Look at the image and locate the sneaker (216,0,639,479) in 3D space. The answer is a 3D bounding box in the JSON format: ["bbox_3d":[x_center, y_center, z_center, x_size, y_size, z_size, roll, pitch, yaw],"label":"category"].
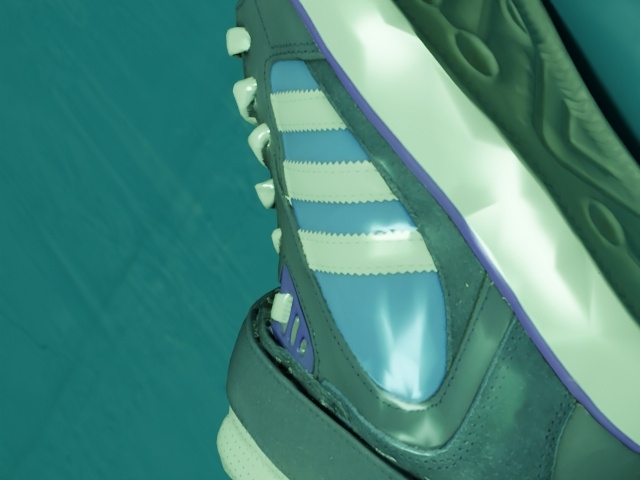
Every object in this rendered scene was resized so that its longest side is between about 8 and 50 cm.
[{"bbox_3d":[0.000,0.000,0.572,0.236,0.130,0.322,-42,73,34],"label":"sneaker"}]
